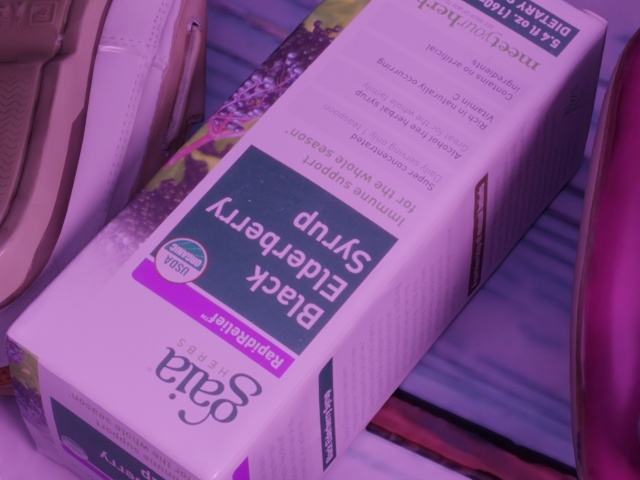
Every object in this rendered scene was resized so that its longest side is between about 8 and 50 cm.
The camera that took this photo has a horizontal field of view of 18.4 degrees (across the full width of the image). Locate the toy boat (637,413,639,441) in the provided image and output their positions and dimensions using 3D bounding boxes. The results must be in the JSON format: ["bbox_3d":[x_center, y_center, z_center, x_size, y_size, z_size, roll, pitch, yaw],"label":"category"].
[{"bbox_3d":[0.261,0.069,0.625,0.318,0.148,0.267,22,35,-19],"label":"toy boat"}]

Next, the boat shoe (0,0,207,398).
[{"bbox_3d":[-0.101,-0.081,0.780,0.113,0.103,0.302,6,58,20],"label":"boat shoe"}]

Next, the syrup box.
[{"bbox_3d":[0.000,0.000,0.731,0.093,0.096,0.237,33,63,19],"label":"syrup box"}]

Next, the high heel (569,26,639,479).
[{"bbox_3d":[0.208,-0.046,0.729,0.181,0.127,0.377,9,55,20],"label":"high heel"}]
